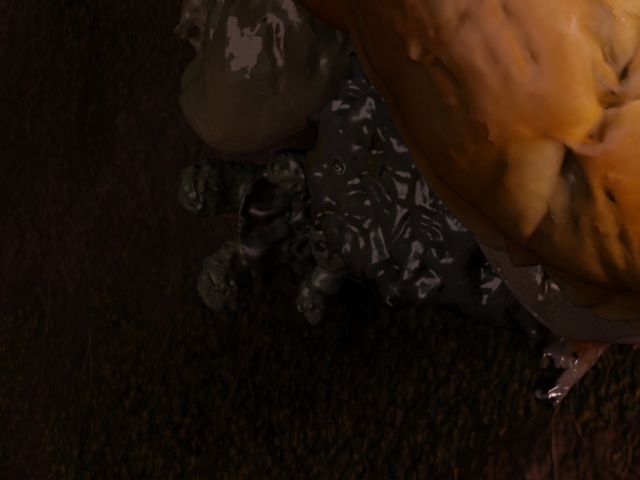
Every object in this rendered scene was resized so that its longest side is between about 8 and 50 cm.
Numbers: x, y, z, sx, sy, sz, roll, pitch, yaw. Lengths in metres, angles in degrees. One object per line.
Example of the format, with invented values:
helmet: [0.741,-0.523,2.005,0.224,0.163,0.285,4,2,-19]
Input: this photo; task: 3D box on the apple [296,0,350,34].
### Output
apple: [0.074,-0.254,1.207,0.299,0.299,0.275,-17,91,52]

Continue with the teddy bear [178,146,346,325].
teddy bear: [0.005,-0.006,1.439,0.213,0.111,0.133,3,108,32]

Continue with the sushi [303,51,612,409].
sushi: [0.109,-0.026,1.212,0.274,0.184,0.139,42,122,44]

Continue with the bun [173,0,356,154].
bun: [-0.032,-0.179,1.431,0.237,0.116,0.210,-56,24,-7]

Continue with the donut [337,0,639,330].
donut: [0.212,-0.167,0.885,0.448,0.198,0.449,1,94,17]

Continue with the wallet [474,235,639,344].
wallet: [0.193,-0.089,1.030,0.335,0.068,0.275,-18,95,21]
